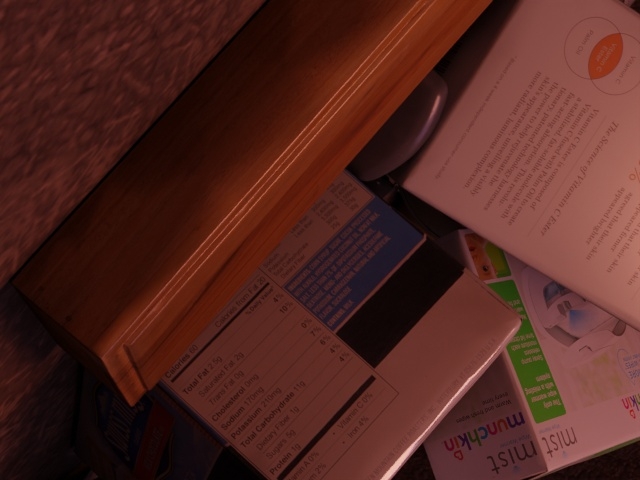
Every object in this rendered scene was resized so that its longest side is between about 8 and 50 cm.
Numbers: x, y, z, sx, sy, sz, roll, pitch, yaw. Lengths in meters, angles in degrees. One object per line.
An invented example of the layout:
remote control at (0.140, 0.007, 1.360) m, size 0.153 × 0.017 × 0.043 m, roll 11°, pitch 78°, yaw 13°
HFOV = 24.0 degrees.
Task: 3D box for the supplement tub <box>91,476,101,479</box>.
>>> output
supplement tub at (-0.217, 0.339, 1.346) m, size 0.193 × 0.193 × 0.316 m, roll -53°, pitch 172°, yaw 17°

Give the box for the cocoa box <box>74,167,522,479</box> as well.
cocoa box at (-0.037, 0.120, 1.194) m, size 0.231 × 0.228 × 0.347 m, roll -45°, pitch 172°, yaw -24°

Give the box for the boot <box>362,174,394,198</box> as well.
boot at (0.038, -0.039, 1.610) m, size 0.087 × 0.042 × 0.118 m, roll -49°, pitch 173°, yaw 6°

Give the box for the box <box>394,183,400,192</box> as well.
box at (0.234, -0.060, 1.937) m, size 0.159 × 0.233 × 0.044 m, roll -53°, pitch 173°, yaw 17°

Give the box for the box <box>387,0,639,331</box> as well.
box at (0.240, -0.068, 1.269) m, size 0.215 × 0.345 × 0.168 m, roll -58°, pitch -163°, yaw 6°

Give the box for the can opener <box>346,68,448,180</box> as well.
can opener at (0.105, -0.168, 1.137) m, size 0.283 × 0.095 × 0.076 m, roll -47°, pitch 175°, yaw 14°

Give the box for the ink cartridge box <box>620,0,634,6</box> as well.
ink cartridge box at (0.268, -0.301, 1.351) m, size 0.175 × 0.127 × 0.072 m, roll -50°, pitch 170°, yaw -14°

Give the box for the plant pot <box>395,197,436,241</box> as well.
plant pot at (0.213, -0.022, 2.113) m, size 0.256 × 0.256 × 0.274 m, roll -35°, pitch 146°, yaw -66°

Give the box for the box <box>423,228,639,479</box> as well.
box at (0.191, 0.108, 1.434) m, size 0.127 × 0.231 × 0.262 m, roll -28°, pitch 166°, yaw 36°

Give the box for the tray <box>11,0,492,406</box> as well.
tray at (-0.013, -0.083, 0.946) m, size 0.411 × 0.076 × 0.203 m, roll -48°, pitch 172°, yaw -12°

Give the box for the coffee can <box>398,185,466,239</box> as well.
coffee can at (0.182, -0.107, 1.513) m, size 0.201 × 0.201 × 0.275 m, roll -49°, pitch 173°, yaw -9°
